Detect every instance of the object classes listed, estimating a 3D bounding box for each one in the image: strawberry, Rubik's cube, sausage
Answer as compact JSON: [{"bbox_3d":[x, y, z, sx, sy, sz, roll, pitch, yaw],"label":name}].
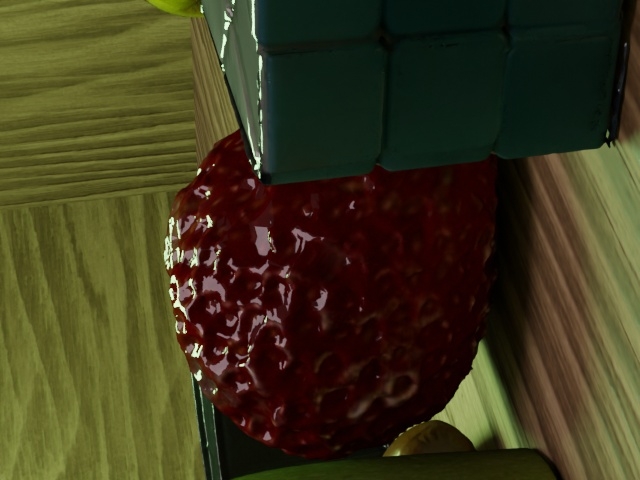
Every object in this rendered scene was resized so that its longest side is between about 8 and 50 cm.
[{"bbox_3d":[0.004,0.009,1.291,0.310,0.292,0.291,83,175,-48],"label":"strawberry"},{"bbox_3d":[0.050,-0.192,0.975,0.221,0.225,0.231,-110,17,-51],"label":"Rubik's cube"},{"bbox_3d":[0.091,0.240,1.471,0.274,0.105,0.105,106,155,-68],"label":"sausage"}]

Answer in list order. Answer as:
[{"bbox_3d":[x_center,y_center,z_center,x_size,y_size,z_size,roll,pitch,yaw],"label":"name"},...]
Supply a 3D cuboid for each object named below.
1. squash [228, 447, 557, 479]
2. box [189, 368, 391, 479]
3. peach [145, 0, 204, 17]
[{"bbox_3d":[0.024,0.269,1.228,0.233,0.309,0.210,95,165,-52],"label":"squash"},{"bbox_3d":[-0.039,0.258,1.983,0.345,0.205,0.251,157,106,-81],"label":"box"},{"bbox_3d":[-0.117,-0.332,1.689,0.338,0.281,0.281,108,156,-49],"label":"peach"}]
